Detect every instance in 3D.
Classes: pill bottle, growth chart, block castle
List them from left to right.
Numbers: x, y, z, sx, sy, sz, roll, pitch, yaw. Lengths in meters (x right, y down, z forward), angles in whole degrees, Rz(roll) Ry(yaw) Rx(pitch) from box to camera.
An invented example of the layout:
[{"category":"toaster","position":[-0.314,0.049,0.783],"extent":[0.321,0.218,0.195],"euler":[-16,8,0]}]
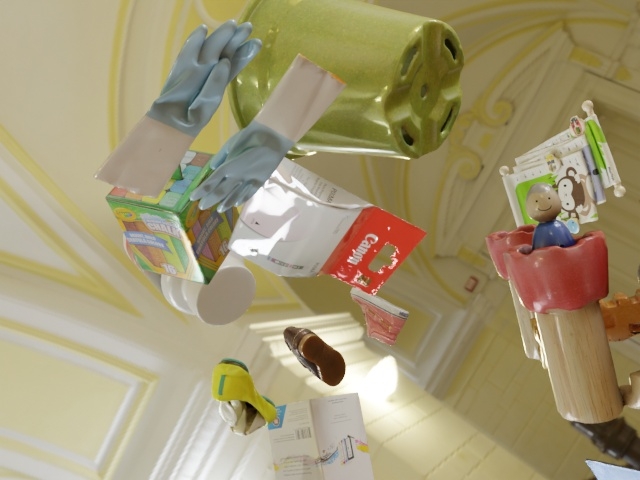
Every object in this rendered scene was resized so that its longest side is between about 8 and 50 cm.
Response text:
[{"category":"pill bottle","position":[-0.267,0.042,1.311],"extent":[0.176,0.318,0.176],"euler":[-19,-55,-31]},{"category":"growth chart","position":[0.377,-0.088,1.013],"extent":[0.021,0.172,0.237],"euler":[-13,-14,-27]},{"category":"block castle","position":[0.401,0.000,0.610],"extent":[0.303,0.453,0.212],"euler":[-22,-81,-78]}]

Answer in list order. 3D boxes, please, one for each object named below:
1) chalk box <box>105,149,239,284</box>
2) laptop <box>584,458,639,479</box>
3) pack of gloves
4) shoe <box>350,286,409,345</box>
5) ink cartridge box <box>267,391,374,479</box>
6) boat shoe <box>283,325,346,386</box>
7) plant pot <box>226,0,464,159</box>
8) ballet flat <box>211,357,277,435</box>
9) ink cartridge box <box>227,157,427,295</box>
[{"category":"chalk box","position":[-0.223,-0.056,0.979],"extent":[0.213,0.132,0.132],"euler":[77,-147,-47]},{"category":"laptop","position":[0.717,0.676,1.245],"extent":[0.236,0.382,0.408],"euler":[-31,8,31]},{"category":"pack of gloves","position":[-0.113,-0.136,0.719],"extent":[0.195,0.046,0.232],"euler":[20,-60,-45]},{"category":"shoe","position":[0.111,0.161,1.364],"extent":[0.063,0.178,0.081],"euler":[22,-89,-36]},{"category":"ink cartridge box","position":[-0.001,0.494,1.511],"extent":[0.168,0.232,0.171],"euler":[5,-20,-44]},{"category":"boat shoe","position":[-0.011,0.246,1.384],"extent":[0.073,0.073,0.207],"euler":[-53,-43,-20]},{"category":"plant pot","position":[0.053,-0.227,0.908],"extent":[0.276,0.254,0.276],"euler":[-24,-57,-43]},{"category":"ballet flat","position":[-0.129,0.272,1.039],"extent":[0.231,0.077,0.077],"euler":[73,-158,-53]},{"category":"ink cartridge box","position":[0.000,0.000,0.889],"extent":[0.066,0.232,0.189],"euler":[-60,2,-39]}]
